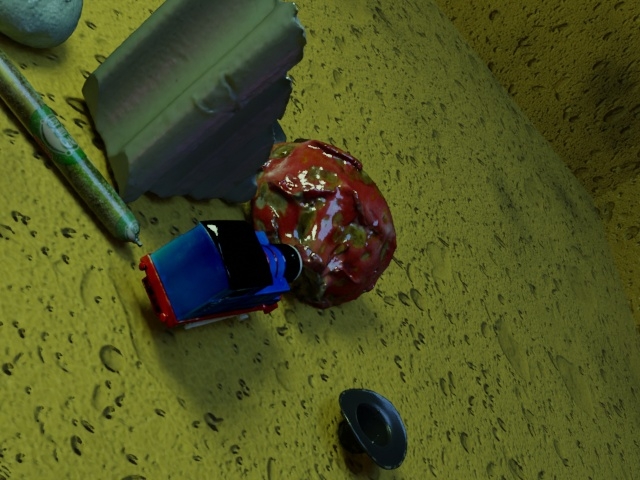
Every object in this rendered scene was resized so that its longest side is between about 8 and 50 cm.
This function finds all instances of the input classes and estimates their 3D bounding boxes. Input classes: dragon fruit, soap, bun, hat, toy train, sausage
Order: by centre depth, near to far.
[{"bbox_3d":[-0.270,-0.098,0.878,0.269,0.033,0.033,53,27,-10],"label":"sausage"},{"bbox_3d":[-0.096,0.038,0.925,0.204,0.131,0.082,-3,65,-61],"label":"toy train"},{"bbox_3d":[-0.320,-0.281,0.928,0.141,0.083,0.140,37,35,-32],"label":"bun"},{"bbox_3d":[-0.093,-0.182,0.989,0.258,0.302,0.158,5,54,-61],"label":"soap"},{"bbox_3d":[0.056,0.240,1.066,0.121,0.050,0.121,35,33,-27],"label":"hat"},{"bbox_3d":[0.007,-0.001,1.143,0.262,0.134,0.211,53,38,-22],"label":"dragon fruit"}]

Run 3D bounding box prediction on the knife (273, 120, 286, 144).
[{"bbox_3d":[-0.111,-0.228,1.307,0.060,0.028,0.230,-33,95,-51],"label":"knife"}]
